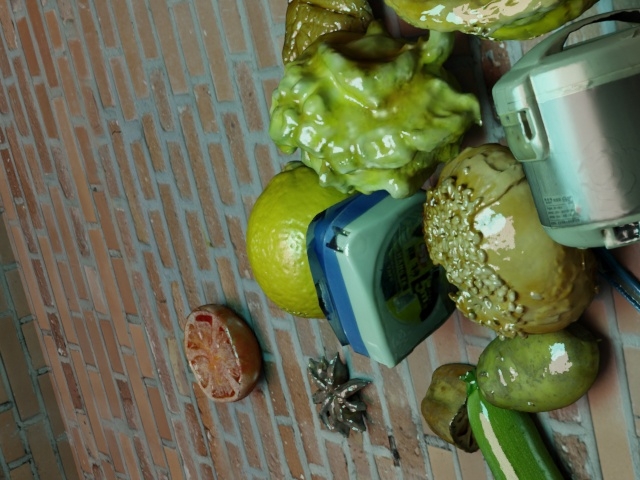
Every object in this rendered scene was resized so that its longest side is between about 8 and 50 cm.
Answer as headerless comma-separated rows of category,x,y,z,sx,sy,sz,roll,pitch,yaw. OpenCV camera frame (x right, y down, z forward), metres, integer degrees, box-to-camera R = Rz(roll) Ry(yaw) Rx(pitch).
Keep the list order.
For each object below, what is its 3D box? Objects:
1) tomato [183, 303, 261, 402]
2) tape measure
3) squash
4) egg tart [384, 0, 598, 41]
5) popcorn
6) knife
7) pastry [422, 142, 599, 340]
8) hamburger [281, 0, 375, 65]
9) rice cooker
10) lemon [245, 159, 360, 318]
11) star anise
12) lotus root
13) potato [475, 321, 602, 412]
tomato,-0.210,0.251,2.671,0.236,0.095,0.237,26,124,46
tape measure,0.130,0.042,1.946,0.138,0.262,0.259,29,144,51
squash,0.347,0.392,1.983,0.395,0.107,0.107,60,145,10
egg tart,0.262,-0.385,1.517,0.388,0.388,0.169,16,155,49
popcorn,0.088,-0.195,1.855,0.279,0.335,0.274,67,-149,-74
knife,0.443,0.057,1.737,0.296,0.026,0.044,49,130,27
pastry,0.262,0.013,1.735,0.284,0.184,0.316,46,166,48
hamburger,0.008,-0.348,2.014,0.183,0.130,0.206,27,126,41
rice cooker,0.376,-0.148,1.493,0.288,0.288,0.277,-10,102,55
lemon,0.000,0.001,2.095,0.293,0.293,0.293,30,131,42
star anise,0.029,0.305,2.402,0.195,0.065,0.182,47,140,34
lotus root,0.234,0.298,2.100,0.135,0.095,0.159,15,114,53
potato,0.347,0.197,1.874,0.251,0.113,0.149,-31,73,45
